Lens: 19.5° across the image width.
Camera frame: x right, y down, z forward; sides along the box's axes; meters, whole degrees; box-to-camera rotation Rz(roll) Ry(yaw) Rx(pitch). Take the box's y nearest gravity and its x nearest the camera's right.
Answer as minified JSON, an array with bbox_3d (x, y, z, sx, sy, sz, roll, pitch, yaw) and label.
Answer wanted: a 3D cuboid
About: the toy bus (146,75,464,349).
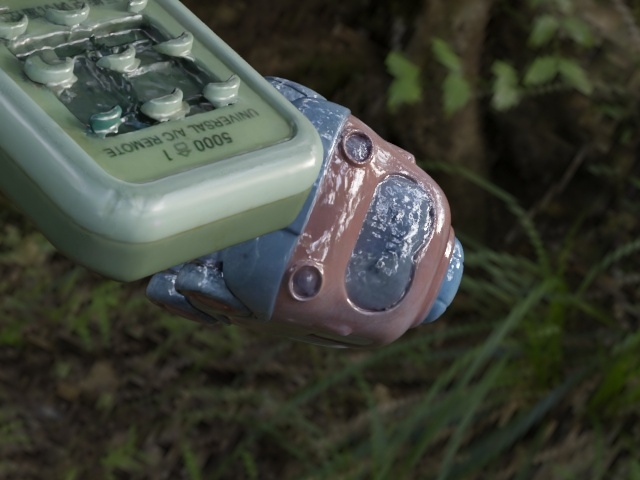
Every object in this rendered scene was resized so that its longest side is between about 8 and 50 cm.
[{"bbox_3d":[0.000,0.000,1.608,0.232,0.197,0.294,24,-12,-13],"label":"toy bus"}]

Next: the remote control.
[{"bbox_3d":[-0.148,-0.106,0.767,0.335,0.065,0.128,43,37,24],"label":"remote control"}]
